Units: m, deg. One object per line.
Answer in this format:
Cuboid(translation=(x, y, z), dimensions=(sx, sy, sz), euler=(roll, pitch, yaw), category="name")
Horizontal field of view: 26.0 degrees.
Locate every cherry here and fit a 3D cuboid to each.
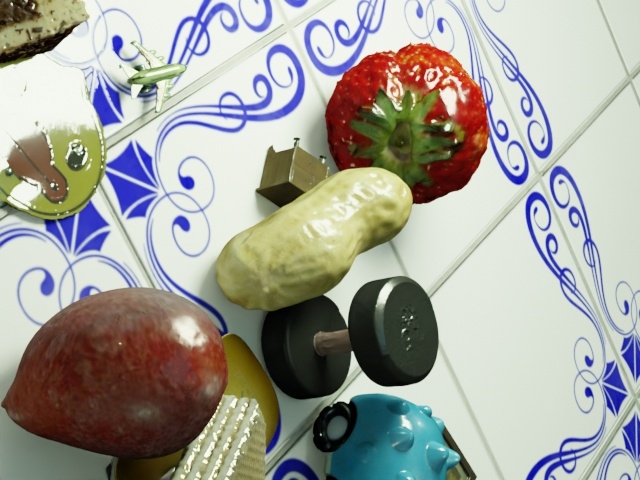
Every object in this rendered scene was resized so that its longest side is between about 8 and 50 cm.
Cuboid(translation=(-0.235, 0.147, 1.614), dimensions=(0.239, 0.239, 0.206), euler=(22, 87, -45), category="cherry")

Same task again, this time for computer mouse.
Cuboid(translation=(-0.152, 0.249, 1.803), dimensions=(0.158, 0.072, 0.310), euler=(60, 43, -17), category="computer mouse")

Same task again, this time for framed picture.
Cuboid(translation=(0.182, 0.388, 2.193), dimensions=(0.128, 0.023, 0.168), euler=(57, 43, -22), category="framed picture")

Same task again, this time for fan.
Cuboid(translation=(-0.369, -0.105, 1.693), dimensions=(0.229, 0.011, 0.335), euler=(51, 44, -27), category="fan")

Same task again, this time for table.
Cuboid(translation=(-0.037, -0.096, 2.036), dimensions=(0.083, 0.070, 0.082), euler=(32, 57, -39), category="table")

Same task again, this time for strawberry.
Cuboid(translation=(0.143, -0.191, 2.156), dimensions=(0.257, 0.257, 0.277), euler=(59, 29, -20), category="strawberry")

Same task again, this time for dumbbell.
Cuboid(translation=(0.041, 0.138, 1.945), dimensions=(0.152, 0.218, 0.152), euler=(17, 67, -47), category="dumbbell")

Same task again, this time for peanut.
Cuboid(translation=(0.000, 0.000, 1.938), dimensions=(0.319, 0.147, 0.147), euler=(-29, 103, -25), category="peanut")

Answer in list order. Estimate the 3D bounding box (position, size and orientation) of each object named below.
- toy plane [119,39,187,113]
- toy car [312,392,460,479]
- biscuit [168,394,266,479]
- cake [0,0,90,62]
Cuboid(translation=(-0.224, -0.224, 1.875), dimensions=(0.111, 0.040, 0.102), euler=(-23, 99, -51), category="toy plane")
Cuboid(translation=(0.100, 0.339, 1.983), dimensions=(0.188, 0.190, 0.255), euler=(33, 58, -41), category="toy car")
Cuboid(translation=(-0.150, 0.354, 1.560), dimensions=(0.426, 0.078, 0.144), euler=(-64, 157, -56), category="biscuit")
Cuboid(translation=(-0.388, -0.265, 1.614), dimensions=(0.246, 0.135, 0.112), euler=(-28, 96, -49), category="cake")
